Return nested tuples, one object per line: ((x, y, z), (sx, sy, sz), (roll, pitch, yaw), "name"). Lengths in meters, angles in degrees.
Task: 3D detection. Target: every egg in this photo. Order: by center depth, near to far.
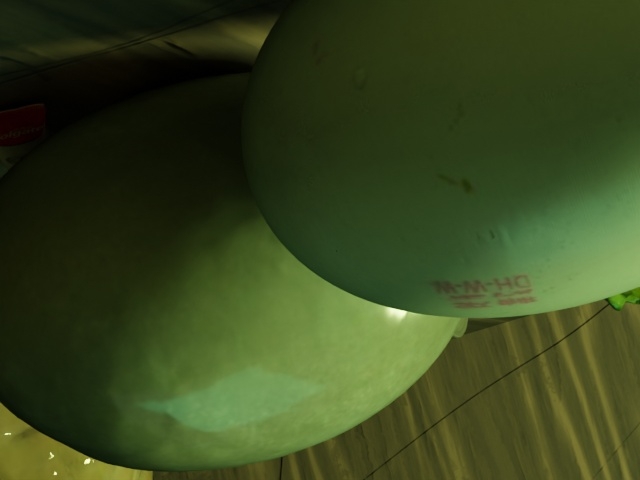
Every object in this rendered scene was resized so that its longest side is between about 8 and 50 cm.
((0.134, -0.085, 0.842), (0.370, 0.230, 0.230), (-18, 170, 18), "egg")
((-0.062, 0.019, 1.062), (0.352, 0.259, 0.258), (-8, 169, -15), "egg")

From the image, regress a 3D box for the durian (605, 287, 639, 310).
((0.308, -0.026, 1.442), (0.204, 0.255, 0.339), (-55, 174, 2), "durian")

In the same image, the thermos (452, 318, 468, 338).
((0.010, 0.055, 1.729), (0.265, 0.146, 0.176), (-11, -179, 17), "thermos")

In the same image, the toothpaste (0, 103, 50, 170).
((-0.199, -0.057, 1.104), (0.048, 0.031, 0.190), (-12, 167, -5), "toothpaste")

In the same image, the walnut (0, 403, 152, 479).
((-0.361, 0.235, 1.663), (0.381, 0.381, 0.381), (-14, 170, -3), "walnut")
